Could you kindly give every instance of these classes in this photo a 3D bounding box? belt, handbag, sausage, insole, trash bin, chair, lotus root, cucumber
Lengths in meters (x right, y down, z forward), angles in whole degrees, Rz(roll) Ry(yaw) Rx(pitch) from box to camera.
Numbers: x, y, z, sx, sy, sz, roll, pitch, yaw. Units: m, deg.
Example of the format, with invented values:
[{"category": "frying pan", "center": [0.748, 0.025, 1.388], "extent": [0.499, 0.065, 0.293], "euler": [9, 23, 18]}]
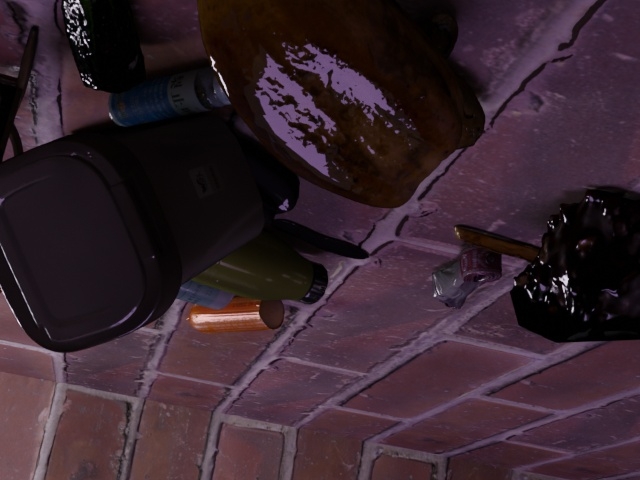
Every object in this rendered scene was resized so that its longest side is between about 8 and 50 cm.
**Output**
[{"category": "belt", "center": [0.227, 0.057, 1.793], "extent": [0.071, 0.053, 0.232], "euler": [4, 163, -8]}, {"category": "handbag", "center": [-0.195, -0.084, 1.539], "extent": [0.275, 0.088, 0.244], "euler": [-4, 154, 38]}, {"category": "sausage", "center": [-0.177, 0.145, 2.225], "extent": [0.234, 0.071, 0.071], "euler": [-7, 156, 41]}, {"category": "insole", "center": [0.000, 0.000, 1.807], "extent": [0.188, 0.004, 0.064], "euler": [22, 157, -34]}, {"category": "trash bin", "center": [-0.213, -0.025, 1.292], "extent": [0.219, 0.219, 0.250], "euler": [-15, -171, 37]}, {"category": "chair", "center": [-0.436, -0.137, 1.340], "extent": [0.166, 0.188, 0.272], "euler": [13, 158, -10]}, {"category": "lotus root", "center": [-0.002, -0.168, 1.050], "extent": [0.291, 0.193, 0.193], "euler": [41, 148, -27]}, {"category": "cucumber", "center": [-0.225, -0.221, 1.156], "extent": [0.074, 0.074, 0.241], "euler": [9, 160, 1]}]

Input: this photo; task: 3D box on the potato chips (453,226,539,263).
[{"category": "potato chips", "center": [0.286, 0.016, 1.684], "extent": [0.204, 0.026, 0.037], "euler": [17, 174, -24]}]

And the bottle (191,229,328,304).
[{"category": "bottle", "center": [-0.109, 0.036, 1.797], "extent": [0.260, 0.112, 0.112], "euler": [20, 159, -30]}]

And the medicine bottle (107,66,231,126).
[{"category": "medicine bottle", "center": [-0.165, -0.168, 1.315], "extent": [0.191, 0.051, 0.051], "euler": [-5, 157, 38]}]

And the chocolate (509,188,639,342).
[{"category": "chocolate", "center": [0.368, 0.005, 1.493], "extent": [0.224, 0.206, 0.177], "euler": [-1, 117, 2]}]

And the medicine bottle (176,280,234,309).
[{"category": "medicine bottle", "center": [-0.303, 0.016, 1.838], "extent": [0.352, 0.110, 0.110], "euler": [19, 160, -26]}]

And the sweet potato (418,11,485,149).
[{"category": "sweet potato", "center": [0.119, -0.164, 1.178], "extent": [0.081, 0.062, 0.233], "euler": [-10, 153, 13]}]

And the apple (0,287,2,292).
[{"category": "apple", "center": [-0.611, 0.023, 1.911], "extent": [0.210, 0.173, 0.235], "euler": [6, 163, 10]}]
